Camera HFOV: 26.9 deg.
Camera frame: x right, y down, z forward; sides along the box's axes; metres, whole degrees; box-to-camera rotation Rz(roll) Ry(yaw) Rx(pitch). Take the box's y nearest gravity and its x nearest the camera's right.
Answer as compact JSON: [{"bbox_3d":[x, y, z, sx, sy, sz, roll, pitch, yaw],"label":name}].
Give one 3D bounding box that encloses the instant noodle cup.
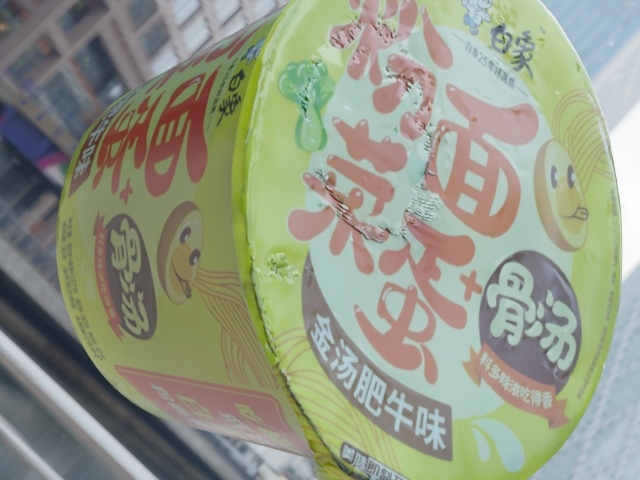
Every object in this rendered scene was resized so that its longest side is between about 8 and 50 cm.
[{"bbox_3d":[0.000,0.000,0.782,0.221,0.311,0.311,-8,-48,48],"label":"instant noodle cup"}]
